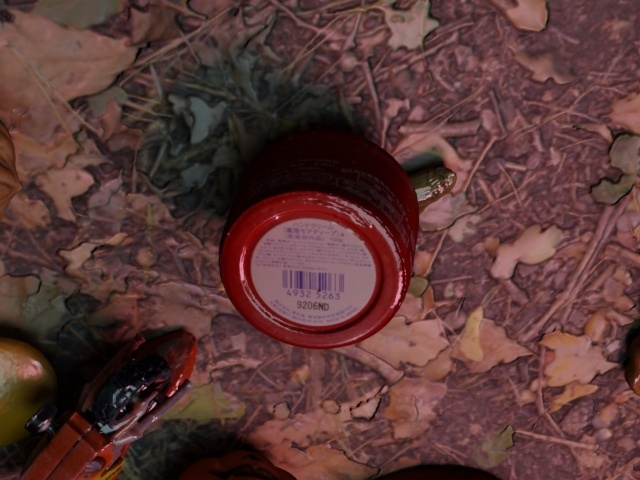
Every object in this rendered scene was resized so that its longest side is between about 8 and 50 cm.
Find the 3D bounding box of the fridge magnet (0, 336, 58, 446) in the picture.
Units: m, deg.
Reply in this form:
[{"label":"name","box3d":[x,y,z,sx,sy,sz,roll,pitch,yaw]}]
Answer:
[{"label":"fridge magnet","box3d":[-0.344,0.155,1.548,0.143,0.063,0.143,-8,125,-12]}]

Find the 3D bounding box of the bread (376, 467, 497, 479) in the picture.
[{"label":"bread","box3d":[0.137,0.420,1.835,0.327,0.114,0.295,25,114,-28]}]

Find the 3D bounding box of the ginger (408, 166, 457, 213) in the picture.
[{"label":"ginger","box3d":[0.074,-0.041,1.535,0.137,0.044,0.057,-15,109,-7]}]

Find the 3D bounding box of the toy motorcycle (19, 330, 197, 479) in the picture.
[{"label":"toy motorcycle","box3d":[-0.248,0.215,1.569,0.089,0.171,0.298,45,107,11]}]

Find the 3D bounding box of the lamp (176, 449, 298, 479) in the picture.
[{"label":"lamp","box3d":[-0.096,0.328,1.681,0.187,0.164,0.188,-2,100,-10]}]

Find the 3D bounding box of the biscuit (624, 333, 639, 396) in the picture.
[{"label":"biscuit","box3d":[0.461,0.069,1.717,0.186,0.044,0.295,30,111,-27]}]

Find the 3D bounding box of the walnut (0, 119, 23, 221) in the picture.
[{"label":"walnut","box3d":[-0.358,-0.061,1.338,0.184,0.155,0.155,7,123,-22]}]

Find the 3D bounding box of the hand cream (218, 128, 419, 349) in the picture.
[{"label":"hand cream","box3d":[0.000,0.000,1.459,0.193,0.125,0.193,5,121,8]}]
